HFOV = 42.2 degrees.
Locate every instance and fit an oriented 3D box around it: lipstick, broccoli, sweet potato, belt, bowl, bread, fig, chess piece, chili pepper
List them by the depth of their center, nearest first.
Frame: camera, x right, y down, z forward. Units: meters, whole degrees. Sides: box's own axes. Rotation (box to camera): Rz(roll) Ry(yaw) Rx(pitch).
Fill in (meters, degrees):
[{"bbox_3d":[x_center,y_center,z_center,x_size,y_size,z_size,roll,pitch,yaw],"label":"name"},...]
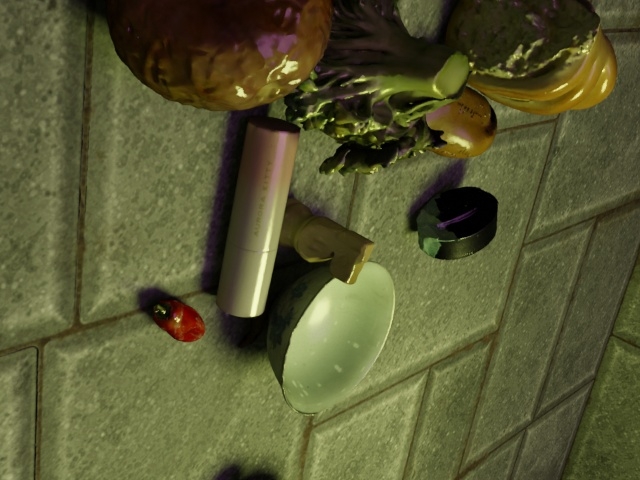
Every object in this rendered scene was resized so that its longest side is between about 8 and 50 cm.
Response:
[{"bbox_3d":[-0.131,-0.275,1.113,0.286,0.286,0.368,-51,174,-15],"label":"fig"},{"bbox_3d":[0.074,-0.262,1.324,0.324,0.272,0.334,-43,140,1],"label":"broccoli"},{"bbox_3d":[-0.232,0.130,1.356,0.059,0.050,0.191,-58,157,-11],"label":"chili pepper"},{"bbox_3d":[-0.105,-0.036,1.370,0.087,0.087,0.326,-11,120,-48],"label":"lipstick"},{"bbox_3d":[0.000,0.000,1.428,0.090,0.200,0.090,-29,133,-37],"label":"chess piece"},{"bbox_3d":[-0.115,0.133,1.516,0.041,0.038,0.153,4,120,-27],"label":"sweet potato"},{"bbox_3d":[-0.010,0.156,1.566,0.313,0.146,0.313,-32,136,-37],"label":"bowl"},{"bbox_3d":[0.400,-0.351,1.608,0.211,0.316,0.270,-60,151,1],"label":"bread"},{"bbox_3d":[0.296,-0.039,1.818,0.198,0.151,0.078,-32,140,-21],"label":"belt"}]

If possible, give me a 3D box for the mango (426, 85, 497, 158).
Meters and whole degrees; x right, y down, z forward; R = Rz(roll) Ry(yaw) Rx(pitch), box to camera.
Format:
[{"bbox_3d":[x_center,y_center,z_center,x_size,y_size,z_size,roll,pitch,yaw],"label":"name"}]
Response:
[{"bbox_3d":[0.248,-0.236,1.631,0.151,0.156,0.249,-38,156,32],"label":"mango"}]
